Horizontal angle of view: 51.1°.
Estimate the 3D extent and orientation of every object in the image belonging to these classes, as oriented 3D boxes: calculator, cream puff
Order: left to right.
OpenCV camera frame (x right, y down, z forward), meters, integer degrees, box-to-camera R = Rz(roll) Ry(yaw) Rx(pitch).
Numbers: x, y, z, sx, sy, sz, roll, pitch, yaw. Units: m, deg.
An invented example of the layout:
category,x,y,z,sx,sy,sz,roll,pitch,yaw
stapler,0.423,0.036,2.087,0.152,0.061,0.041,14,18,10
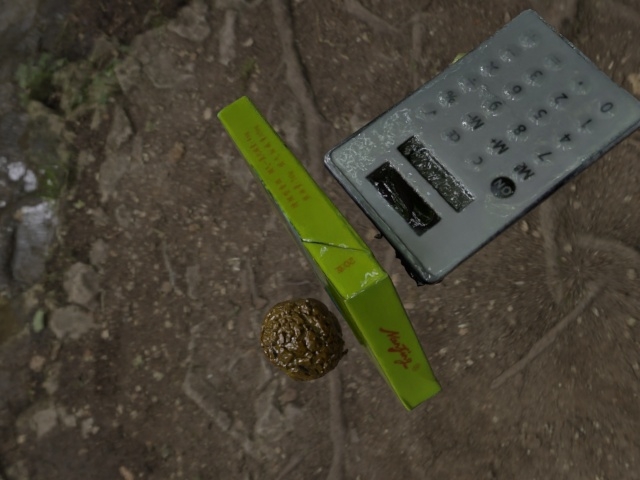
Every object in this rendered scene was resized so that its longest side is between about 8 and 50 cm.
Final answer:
category,x,y,z,sx,sy,sz,roll,pitch,yaw
cream puff,-0.028,0.157,1.054,0.126,0.103,0.144,-40,101,3
calculator,0.144,-0.089,0.604,0.262,0.021,0.161,-37,72,-9

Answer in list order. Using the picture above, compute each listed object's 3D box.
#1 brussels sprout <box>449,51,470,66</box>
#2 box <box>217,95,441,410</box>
category,x,y,z,sx,sy,sz,roll,pitch,yaw
brussels sprout,0.326,-0.292,1.314,0.181,0.161,0.144,35,109,-7
box,0.000,0.000,0.680,0.047,0.187,0.335,-32,44,-4
